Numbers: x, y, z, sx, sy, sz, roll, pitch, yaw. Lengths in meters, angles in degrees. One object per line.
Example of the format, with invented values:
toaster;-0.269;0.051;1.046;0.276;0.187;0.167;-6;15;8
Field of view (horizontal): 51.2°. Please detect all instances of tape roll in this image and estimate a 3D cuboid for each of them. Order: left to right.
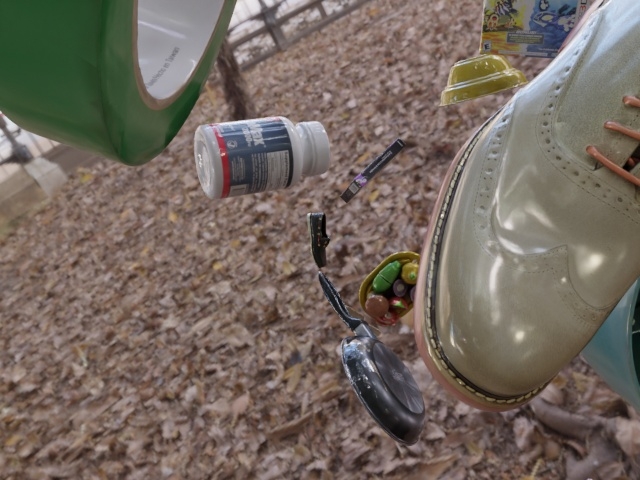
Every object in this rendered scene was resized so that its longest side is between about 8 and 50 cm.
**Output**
tape roll;-0.109;-0.211;0.439;0.077;0.321;0.321;20;30;-2

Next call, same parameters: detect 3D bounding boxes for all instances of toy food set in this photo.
toy food set;0.154;0.125;1.448;0.218;0.128;0.071;-47;14;12

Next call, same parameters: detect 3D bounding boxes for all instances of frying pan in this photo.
frying pan;0.095;0.192;1.110;0.053;0.197;0.326;-37;34;18

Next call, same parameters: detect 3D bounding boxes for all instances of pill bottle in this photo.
pill bottle;-0.084;-0.125;0.974;0.180;0.107;0.108;-11;16;-22

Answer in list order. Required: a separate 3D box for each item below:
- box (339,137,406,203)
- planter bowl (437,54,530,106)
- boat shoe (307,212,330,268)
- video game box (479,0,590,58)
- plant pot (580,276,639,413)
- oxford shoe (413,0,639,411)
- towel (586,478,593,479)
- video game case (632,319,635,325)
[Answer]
box;0.121;-0.160;1.545;0.162;0.029;0.116;-45;-1;-18
planter bowl;0.371;-0.385;1.562;0.217;0.090;0.217;-15;11;3
boat shoe;-0.001;0.000;1.543;0.042;0.132;0.049;-4;11;18
video game box;0.429;-0.461;1.333;0.205;0.187;0.048;8;35;17
plant pot;0.396;0.051;0.722;0.293;0.293;0.235;-30;13;-3
oxford shoe;0.189;-0.073;0.430;0.397;0.141;0.146;-58;1;-18
towel;0.305;0.475;0.916;0.031;0.198;0.275;27;62;25
video game case;0.608;0.089;1.213;0.328;0.036;0.300;-67;20;8
